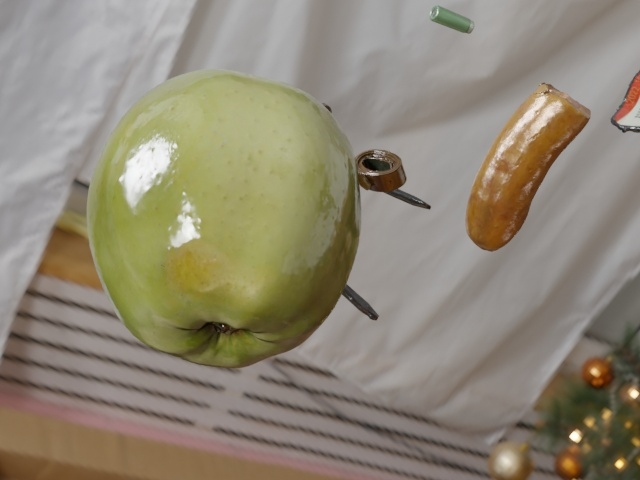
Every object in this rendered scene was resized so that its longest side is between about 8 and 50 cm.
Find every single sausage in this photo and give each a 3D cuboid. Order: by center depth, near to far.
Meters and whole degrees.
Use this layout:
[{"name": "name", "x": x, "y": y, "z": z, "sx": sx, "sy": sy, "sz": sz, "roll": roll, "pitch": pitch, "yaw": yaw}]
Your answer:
[{"name": "sausage", "x": 0.298, "y": -0.106, "z": 1.863, "sx": 0.108, "sy": 0.271, "sz": 0.109, "roll": 24, "pitch": 19, "yaw": -9}]

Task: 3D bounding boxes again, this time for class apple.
[{"name": "apple", "x": -0.119, "y": -0.020, "z": 1.501, "sx": 0.357, "sy": 0.357, "sz": 0.357, "roll": 27, "pitch": 24, "yaw": -14}]

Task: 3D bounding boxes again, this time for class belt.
[{"name": "belt", "x": 0.079, "y": -0.093, "z": 1.683, "sx": 0.059, "sy": 0.036, "sz": 0.083, "roll": -38, "pitch": 36, "yaw": -23}]

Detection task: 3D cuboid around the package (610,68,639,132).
[{"name": "package", "x": 0.482, "y": -0.171, "z": 1.485, "sx": 0.232, "sy": 0.166, "sz": 0.040, "roll": 13, "pitch": -36, "yaw": 35}]

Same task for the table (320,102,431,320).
[{"name": "table", "x": 0.000, "y": 0.000, "z": 1.974, "sx": 0.249, "sy": 0.317, "sz": 0.317, "roll": 39, "pitch": 24, "yaw": 20}]

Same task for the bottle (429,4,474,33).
[{"name": "bottle", "x": 0.239, "y": -0.399, "z": 2.239, "sx": 0.083, "sy": 0.030, "sz": 0.030, "roll": 16, "pitch": 29, "yaw": -26}]
